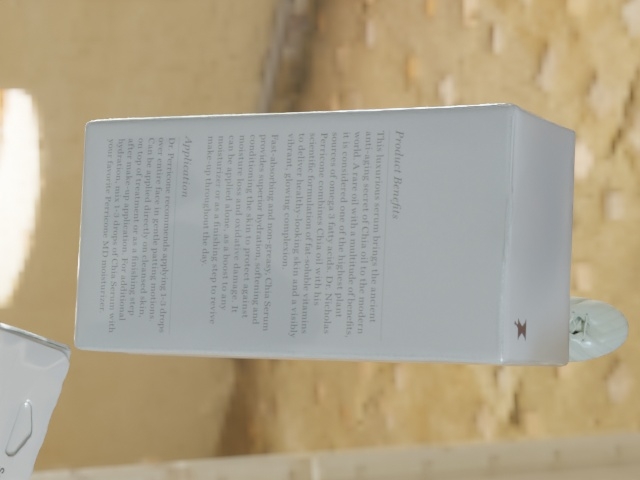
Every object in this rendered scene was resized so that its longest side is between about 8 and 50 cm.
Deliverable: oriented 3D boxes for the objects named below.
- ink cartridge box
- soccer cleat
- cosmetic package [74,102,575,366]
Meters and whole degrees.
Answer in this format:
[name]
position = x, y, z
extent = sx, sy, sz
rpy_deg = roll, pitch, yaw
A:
[ink cartridge box]
position = -0.310, 0.153, 1.716
extent = 0.219, 0.092, 0.160
rpy_deg = -9, -118, 68
[soccer cleat]
position = 0.214, 0.078, 1.943
extent = 0.076, 0.196, 0.068
rpy_deg = 109, -13, -68
[cosmetic package]
position = 0.000, 0.000, 1.841
extent = 0.453, 0.161, 0.230
rpy_deg = 1, -95, 28
